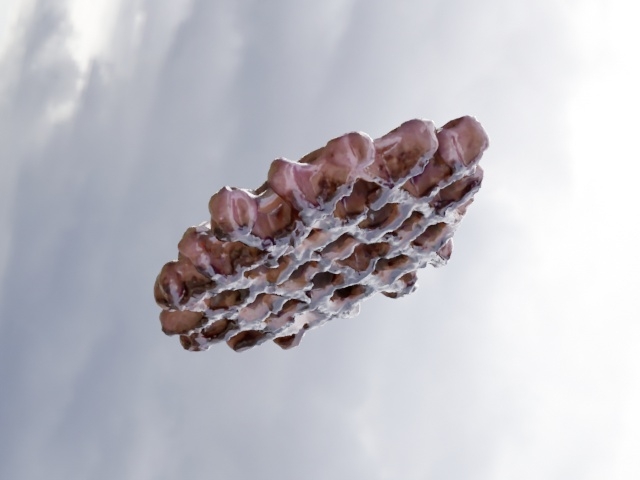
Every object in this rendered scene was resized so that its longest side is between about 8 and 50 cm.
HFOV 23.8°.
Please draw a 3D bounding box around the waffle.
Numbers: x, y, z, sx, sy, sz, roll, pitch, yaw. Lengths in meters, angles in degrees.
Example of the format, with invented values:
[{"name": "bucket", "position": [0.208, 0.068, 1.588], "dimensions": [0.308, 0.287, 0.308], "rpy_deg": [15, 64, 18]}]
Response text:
[{"name": "waffle", "position": [0.000, 0.000, 0.993], "dimensions": [0.055, 0.234, 0.221], "rpy_deg": [61, -23, 24]}]
